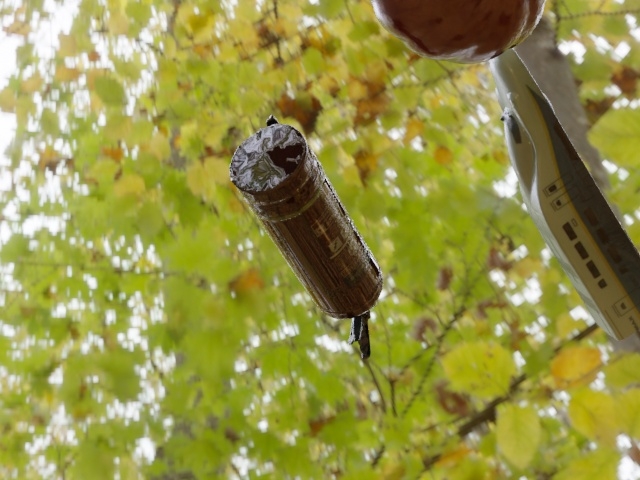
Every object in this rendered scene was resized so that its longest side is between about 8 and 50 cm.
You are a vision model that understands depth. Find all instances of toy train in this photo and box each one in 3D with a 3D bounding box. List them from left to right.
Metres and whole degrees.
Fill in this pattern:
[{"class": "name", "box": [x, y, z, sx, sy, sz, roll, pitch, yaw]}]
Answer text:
[{"class": "toy train", "box": [0.172, -0.035, 0.940, 0.051, 0.052, 0.234, -35, -72, -1]}]

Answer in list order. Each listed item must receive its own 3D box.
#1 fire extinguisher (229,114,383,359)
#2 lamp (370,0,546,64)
[{"class": "fire extinguisher", "box": [0.000, 0.000, 0.692, 0.043, 0.064, 0.158, -9, -35, 17]}, {"class": "lamp", "box": [0.064, -0.132, 0.613, 0.101, 0.090, 0.101, 6, -100, -33]}]
